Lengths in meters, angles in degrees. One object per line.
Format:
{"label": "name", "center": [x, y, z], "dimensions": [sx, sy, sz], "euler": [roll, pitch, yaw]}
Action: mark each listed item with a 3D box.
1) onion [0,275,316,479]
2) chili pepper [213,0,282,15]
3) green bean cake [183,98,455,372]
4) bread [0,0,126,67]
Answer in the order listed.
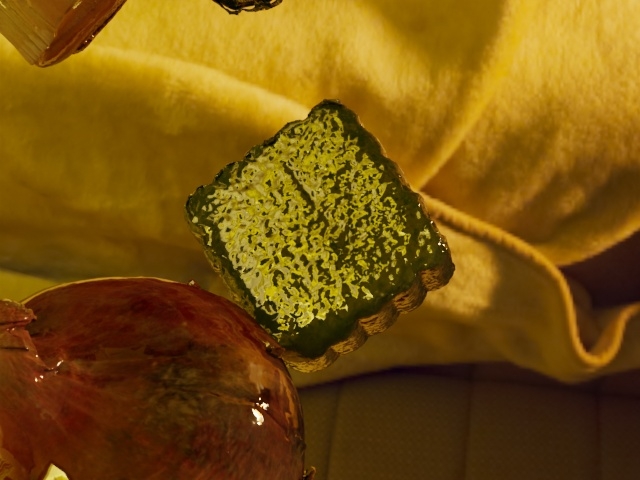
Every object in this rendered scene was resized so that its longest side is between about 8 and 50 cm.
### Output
{"label": "onion", "center": [-0.183, 0.184, 0.867], "dimensions": [0.353, 0.354, 0.354], "euler": [5, 149, 3]}
{"label": "chili pepper", "center": [-0.095, -0.407, 1.295], "dimensions": [0.108, 0.062, 0.216], "euler": [5, 115, -3]}
{"label": "green bean cake", "center": [0.000, 0.000, 1.125], "dimensions": [0.247, 0.250, 0.156], "euler": [-36, 164, -1]}
{"label": "bread", "center": [-0.387, -0.405, 1.524], "dimensions": [0.288, 0.204, 0.156], "euler": [-44, 110, 9]}
